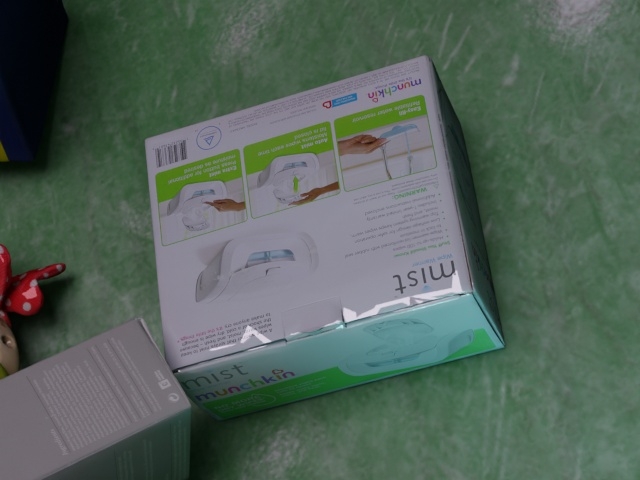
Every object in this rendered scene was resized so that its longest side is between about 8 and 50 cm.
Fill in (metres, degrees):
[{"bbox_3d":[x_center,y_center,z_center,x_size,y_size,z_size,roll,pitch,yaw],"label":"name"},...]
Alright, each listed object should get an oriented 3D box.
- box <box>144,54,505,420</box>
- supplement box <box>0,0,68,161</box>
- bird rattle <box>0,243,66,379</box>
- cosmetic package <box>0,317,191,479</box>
[{"bbox_3d":[0.000,0.000,1.390,0.262,0.127,0.231,-16,61,12],"label":"box"},{"bbox_3d":[-0.445,-0.206,1.566,0.356,0.194,0.195,0,54,7],"label":"supplement box"},{"bbox_3d":[-0.319,0.116,1.459,0.207,0.143,0.253,-39,54,18],"label":"bird rattle"},{"bbox_3d":[-0.224,0.172,1.294,0.238,0.127,0.107,-21,59,-21],"label":"cosmetic package"}]
